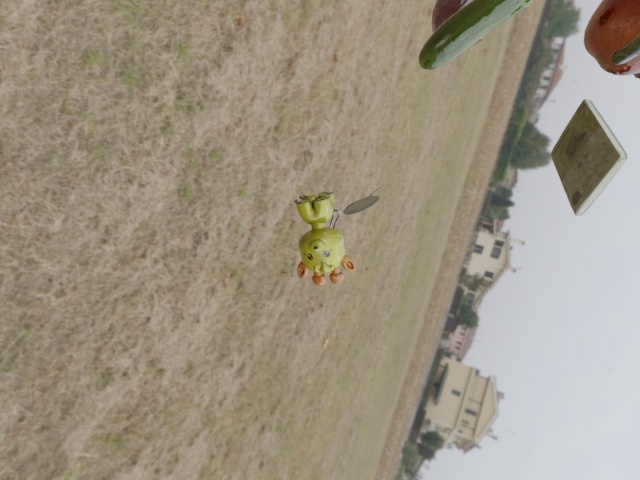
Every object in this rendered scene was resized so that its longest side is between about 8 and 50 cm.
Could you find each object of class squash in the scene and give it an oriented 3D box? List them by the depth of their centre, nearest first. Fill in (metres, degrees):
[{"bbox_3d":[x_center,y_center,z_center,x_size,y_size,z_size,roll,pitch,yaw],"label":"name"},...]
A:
[{"bbox_3d":[0.283,-0.399,0.818,0.069,0.258,0.069,32,43,-35],"label":"squash"}]

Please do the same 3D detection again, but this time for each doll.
[{"bbox_3d":[0.000,0.000,1.071,0.135,0.142,0.221,-56,135,-76],"label":"doll"}]

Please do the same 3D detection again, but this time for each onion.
[{"bbox_3d":[0.441,-0.731,1.346,0.267,0.159,0.348,-31,167,9],"label":"onion"}]

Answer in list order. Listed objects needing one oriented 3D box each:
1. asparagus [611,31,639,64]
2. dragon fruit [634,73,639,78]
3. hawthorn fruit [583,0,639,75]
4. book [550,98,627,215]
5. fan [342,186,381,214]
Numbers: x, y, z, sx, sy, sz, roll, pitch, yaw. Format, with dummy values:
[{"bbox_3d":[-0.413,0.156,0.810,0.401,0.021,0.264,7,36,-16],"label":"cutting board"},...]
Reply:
[{"bbox_3d":[0.509,-0.318,0.700,0.165,0.036,0.030,27,82,-83],"label":"asparagus"},{"bbox_3d":[1.003,-0.522,1.393,0.083,0.060,0.056,-84,-171,-48],"label":"dragon fruit"},{"bbox_3d":[0.881,-0.612,1.200,0.330,0.286,0.287,72,40,-65],"label":"hawthorn fruit"},{"bbox_3d":[0.862,-0.276,1.490,0.239,0.035,0.352,104,-4,-45],"label":"book"},{"bbox_3d":[0.134,-0.118,1.322,0.175,0.113,0.005,-41,114,-41],"label":"fan"}]
